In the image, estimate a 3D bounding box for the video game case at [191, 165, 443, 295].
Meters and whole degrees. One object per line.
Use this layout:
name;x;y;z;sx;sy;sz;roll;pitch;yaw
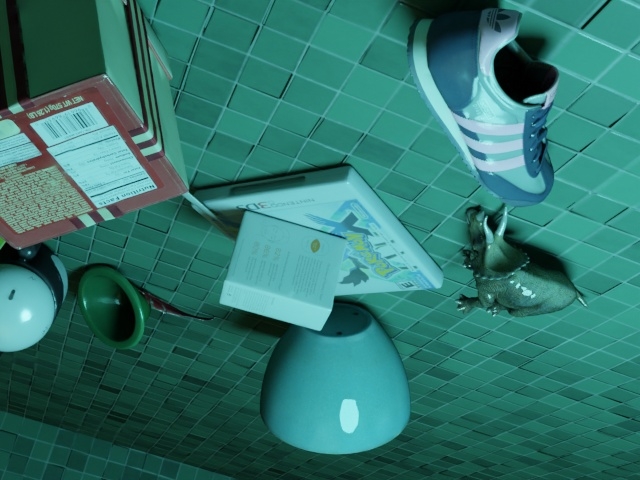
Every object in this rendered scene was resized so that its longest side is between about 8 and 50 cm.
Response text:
video game case;0.000;0.000;1.466;0.300;0.036;0.329;-6;147;33

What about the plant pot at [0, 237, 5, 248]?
plant pot;-0.719;-0.048;1.494;0.275;0.275;0.293;-15;125;42

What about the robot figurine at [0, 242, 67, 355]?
robot figurine;-0.575;0.098;1.680;0.173;0.278;0.209;-18;108;-1

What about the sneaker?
sneaker;0.225;-0.141;1.027;0.131;0.112;0.319;-6;148;37

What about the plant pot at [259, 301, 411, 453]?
plant pot;0.029;0.232;1.681;0.290;0.290;0.195;6;115;13

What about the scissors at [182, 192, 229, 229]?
scissors;-0.243;-0.107;1.351;0.297;0.021;0.109;33;144;-17

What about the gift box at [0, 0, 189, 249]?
gift box;-0.293;-0.187;0.964;0.255;0.258;0.276;-16;148;1

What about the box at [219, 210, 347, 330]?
box;-0.059;0.049;1.405;0.170;0.130;0.091;17;151;-4

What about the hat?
hat;-0.374;0.121;1.867;0.173;0.183;0.208;-20;97;36

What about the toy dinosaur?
toy dinosaur;0.313;0.074;1.380;0.313;0.121;0.160;30;161;-22
